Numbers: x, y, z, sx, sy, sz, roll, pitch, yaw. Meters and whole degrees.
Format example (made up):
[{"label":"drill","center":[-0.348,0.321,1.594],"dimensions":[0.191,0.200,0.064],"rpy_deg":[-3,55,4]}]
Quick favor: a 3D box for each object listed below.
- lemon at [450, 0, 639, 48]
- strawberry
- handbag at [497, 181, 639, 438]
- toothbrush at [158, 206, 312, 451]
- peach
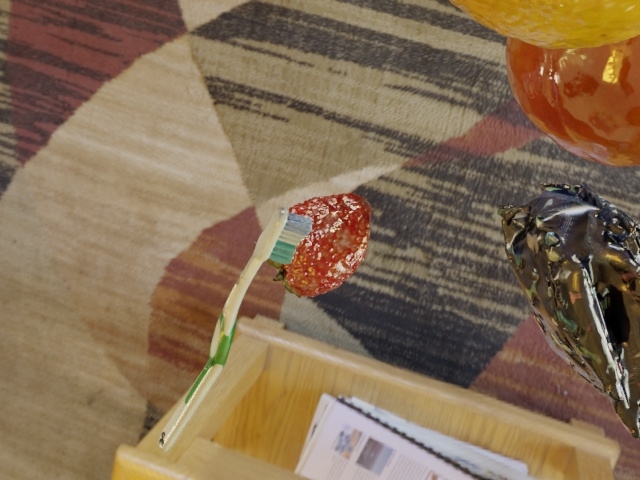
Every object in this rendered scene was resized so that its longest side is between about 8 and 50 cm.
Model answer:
[{"label":"lemon","center":[0.110,-0.165,0.334],"dimensions":[0.187,0.142,0.142],"rpy_deg":[14,110,-11]},{"label":"strawberry","center":[-0.004,0.001,0.946],"dimensions":[0.131,0.131,0.148],"rpy_deg":[47,113,-1]},{"label":"handbag","center":[0.268,0.064,0.689],"dimensions":[0.113,0.162,0.260],"rpy_deg":[-27,112,4]},{"label":"toothbrush","center":[-0.084,0.086,0.593],"dimensions":[0.030,0.030,0.304],"rpy_deg":[35,125,3]},{"label":"peach","center":[0.437,-0.289,1.072],"dimensions":[0.301,0.343,0.343],"rpy_deg":[27,116,-36]}]
